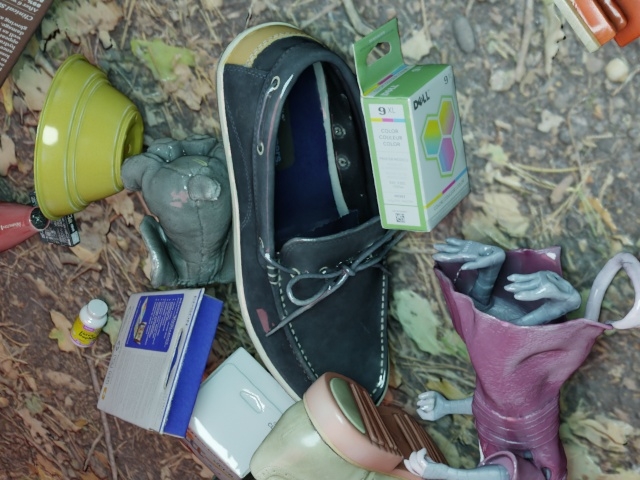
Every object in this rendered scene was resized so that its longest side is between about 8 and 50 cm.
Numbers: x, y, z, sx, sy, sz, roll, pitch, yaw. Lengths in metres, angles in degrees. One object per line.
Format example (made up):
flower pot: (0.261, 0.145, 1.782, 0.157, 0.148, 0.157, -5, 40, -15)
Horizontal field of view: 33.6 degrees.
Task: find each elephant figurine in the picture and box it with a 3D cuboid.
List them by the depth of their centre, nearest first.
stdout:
elephant figurine: (-0.157, -0.003, 1.356, 0.169, 0.186, 0.239, 10, 117, 23)

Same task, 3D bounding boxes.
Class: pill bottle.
pill bottle: (-0.358, 0.127, 1.644, 0.043, 0.043, 0.083, 41, 132, 7)

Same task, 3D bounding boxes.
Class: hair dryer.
hair dryer: (-0.525, -0.079, 1.602, 0.293, 0.080, 0.223, 32, 130, 20)

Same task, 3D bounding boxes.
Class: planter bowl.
planter bowl: (-0.283, -0.124, 1.356, 0.090, 0.217, 0.217, 11, 124, 5)

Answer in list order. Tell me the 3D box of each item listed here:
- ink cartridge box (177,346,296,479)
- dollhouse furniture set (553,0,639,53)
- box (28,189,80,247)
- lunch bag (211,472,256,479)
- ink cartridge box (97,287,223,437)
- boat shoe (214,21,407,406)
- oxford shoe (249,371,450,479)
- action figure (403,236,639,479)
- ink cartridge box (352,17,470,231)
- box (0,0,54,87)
ink cartridge box: (-0.116, 0.247, 1.453, 0.128, 0.127, 0.176, 44, 160, 6)
dollhouse furniture set: (0.331, -0.267, 0.881, 0.259, 0.135, 0.262, -33, 95, 42)
box: (-0.400, -0.033, 1.594, 0.067, 0.018, 0.083, 8, 120, 31)
lunch bag: (-0.048, 0.472, 1.556, 0.235, 0.169, 0.287, -27, 95, 41)
ink cartridge box: (-0.206, 0.155, 1.376, 0.069, 0.175, 0.371, 19, 169, -19)
boat shoe: (0.000, 0.000, 1.223, 0.156, 0.187, 0.500, 21, 126, 56)
oxford shoe: (0.060, 0.286, 1.284, 0.146, 0.140, 0.397, -38, 134, 10)
action figure: (0.231, 0.176, 1.214, 0.276, 0.248, 0.370, -8, 113, 8)
ink cartridge box: (0.100, -0.126, 1.139, 0.062, 0.109, 0.209, 4, 118, 32)
box: (-0.439, -0.328, 1.319, 0.191, 0.143, 0.381, 23, 137, -27)
